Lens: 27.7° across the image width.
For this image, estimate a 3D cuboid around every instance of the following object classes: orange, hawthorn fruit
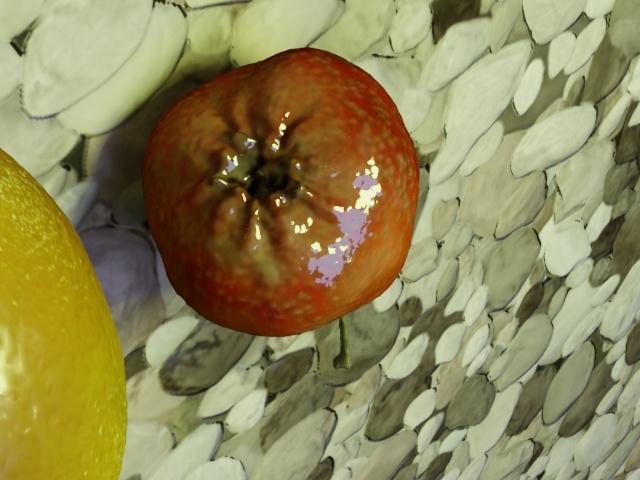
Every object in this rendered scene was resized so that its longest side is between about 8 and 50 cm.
[{"bbox_3d":[-0.186,0.054,0.510,0.236,0.236,0.236,-33,141,-32],"label":"orange"},{"bbox_3d":[0.000,0.000,0.781,0.165,0.165,0.285,-52,153,-7],"label":"hawthorn fruit"}]
